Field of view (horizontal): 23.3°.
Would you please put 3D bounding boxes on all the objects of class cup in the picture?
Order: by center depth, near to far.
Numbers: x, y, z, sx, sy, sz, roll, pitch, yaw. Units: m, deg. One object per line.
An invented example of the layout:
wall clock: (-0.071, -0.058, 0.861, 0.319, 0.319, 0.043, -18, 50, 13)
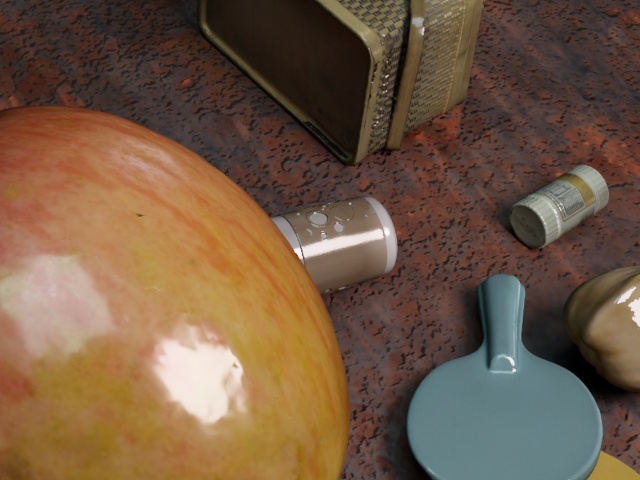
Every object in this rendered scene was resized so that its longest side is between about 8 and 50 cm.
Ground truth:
cup: (0.002, 0.008, 1.293, 0.099, 0.102, 0.074, -14, 90, -21)

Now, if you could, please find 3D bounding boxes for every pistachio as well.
pistachio: (0.264, 0.064, 1.242, 0.149, 0.113, 0.113, -22, 54, -31)

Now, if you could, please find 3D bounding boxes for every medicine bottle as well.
medicine bottle: (0.210, -0.030, 1.361, 0.083, 0.047, 0.047, -31, 58, -30)

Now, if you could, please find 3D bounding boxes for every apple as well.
apple: (-0.152, 0.106, 0.985, 0.364, 0.364, 0.364, 4, 47, -4)

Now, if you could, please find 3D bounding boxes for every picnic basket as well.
picnic basket: (0.014, -0.212, 1.419, 0.139, 0.165, 0.266, -30, 58, -28)

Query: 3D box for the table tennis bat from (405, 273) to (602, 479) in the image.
table tennis bat: (0.142, 0.115, 1.211, 0.149, 0.038, 0.237, 0, 42, 4)

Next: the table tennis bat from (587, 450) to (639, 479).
table tennis bat: (0.188, 0.265, 1.089, 0.198, 0.050, 0.321, -11, 47, -16)
